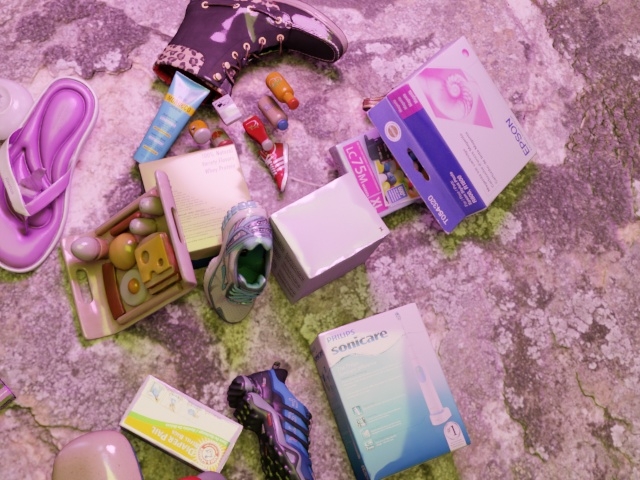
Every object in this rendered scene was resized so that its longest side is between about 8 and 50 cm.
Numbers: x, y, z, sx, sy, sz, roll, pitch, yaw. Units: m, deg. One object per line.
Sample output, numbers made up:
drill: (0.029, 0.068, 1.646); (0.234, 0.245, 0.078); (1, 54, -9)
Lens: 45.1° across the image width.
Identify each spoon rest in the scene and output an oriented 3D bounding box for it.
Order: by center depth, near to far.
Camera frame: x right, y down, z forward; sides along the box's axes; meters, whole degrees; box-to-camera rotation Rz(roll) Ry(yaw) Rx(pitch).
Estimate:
spoon rest: (-0.710, -0.317, 1.589); (0.276, 0.084, 0.137); (43, 72, 2)

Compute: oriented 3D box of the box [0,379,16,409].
box: (-0.663, 0.269, 1.426); (0.116, 0.029, 0.162); (-41, 84, -21)

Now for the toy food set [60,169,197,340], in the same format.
toy food set: (-0.369, 0.033, 1.448); (0.092, 0.306, 0.220); (2, 64, -53)

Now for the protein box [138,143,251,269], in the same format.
protein box: (-0.246, -0.060, 1.564); (0.199, 0.136, 0.201); (-14, 75, -15)

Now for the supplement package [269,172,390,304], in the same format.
supplement package: (0.000, 0.000, 1.557); (0.194, 0.203, 0.149); (-29, 79, -19)

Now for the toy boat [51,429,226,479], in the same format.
toy boat: (-0.320, 0.457, 1.339); (0.318, 0.148, 0.268); (-16, 73, 23)

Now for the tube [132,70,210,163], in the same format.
tube: (-0.319, -0.246, 1.622); (0.080, 0.052, 0.207); (31, 89, -9)

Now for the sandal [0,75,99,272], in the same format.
sandal: (-0.563, -0.145, 1.521); (0.169, 0.102, 0.417); (16, 77, -11)

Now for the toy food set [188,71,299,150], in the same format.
toy food set: (-0.154, -0.246, 1.636); (0.232, 0.111, 0.105); (-31, 52, -7)

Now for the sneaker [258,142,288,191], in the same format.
sneaker: (-0.104, -0.162, 1.678); (0.066, 0.042, 0.119); (6, 63, -14)

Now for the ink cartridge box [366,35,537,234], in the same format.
ink cartridge box: (0.299, -0.235, 1.686); (0.330, 0.071, 0.324); (-44, 104, -34)

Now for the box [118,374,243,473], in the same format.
box: (-0.258, 0.349, 1.434); (0.203, 0.114, 0.103); (29, 68, -2)

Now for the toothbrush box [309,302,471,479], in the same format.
toothbrush box: (0.130, 0.300, 1.522); (0.216, 0.126, 0.296); (-17, 76, -16)

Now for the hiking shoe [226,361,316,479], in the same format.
hiking shoe: (-0.054, 0.373, 1.455); (0.132, 0.113, 0.304); (-17, 69, -35)

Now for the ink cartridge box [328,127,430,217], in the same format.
ink cartridge box: (0.192, -0.180, 1.712); (0.311, 0.065, 0.186); (-25, 94, -20)

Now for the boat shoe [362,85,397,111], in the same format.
boat shoe: (0.176, -0.325, 1.773); (0.177, 0.064, 0.060); (-7, 91, -19)

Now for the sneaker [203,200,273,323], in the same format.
sneaker: (-0.153, 0.068, 1.466); (0.110, 0.283, 0.122); (-4, 42, -21)

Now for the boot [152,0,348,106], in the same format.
boot: (-0.158, -0.415, 1.702); (0.377, 0.138, 0.284); (26, 67, 2)
